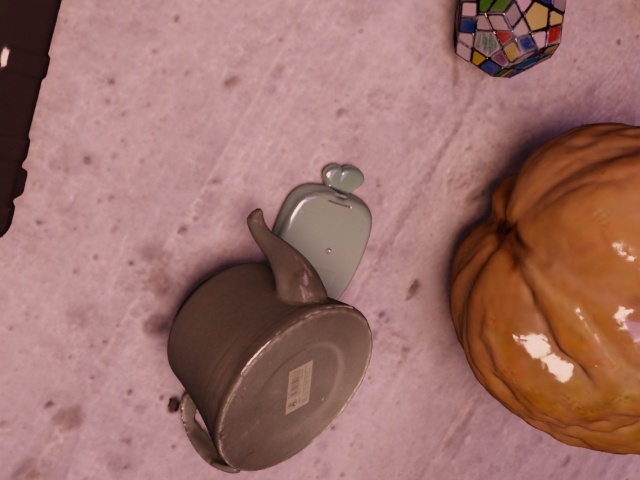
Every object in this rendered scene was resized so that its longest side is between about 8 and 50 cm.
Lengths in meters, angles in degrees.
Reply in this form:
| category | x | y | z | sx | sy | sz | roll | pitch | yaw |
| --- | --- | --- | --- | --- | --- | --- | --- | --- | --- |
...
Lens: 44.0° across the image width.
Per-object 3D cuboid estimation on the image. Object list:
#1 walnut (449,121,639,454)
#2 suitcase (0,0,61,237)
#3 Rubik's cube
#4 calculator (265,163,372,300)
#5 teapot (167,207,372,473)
| category | x | y | z | sx | sy | sz | roll | pitch | yaw |
| --- | --- | --- | --- | --- | --- | --- | --- | --- | --- |
| walnut | 0.303 | 0.056 | 0.742 | 0.344 | 0.306 | 0.306 | 19 | 97 | -23 |
| suitcase | -0.282 | -0.144 | 0.534 | 0.206 | 0.066 | 0.285 | 9 | 102 | -47 |
| Rubik's cube | 0.170 | -0.202 | 0.722 | 0.093 | 0.111 | 0.111 | 3 | 105 | 2 |
| calculator | 0.000 | 0.000 | 0.749 | 0.095 | 0.021 | 0.153 | 17 | 101 | -25 |
| teapot | -0.067 | 0.096 | 0.686 | 0.162 | 0.149 | 0.239 | -8 | 125 | -46 |
